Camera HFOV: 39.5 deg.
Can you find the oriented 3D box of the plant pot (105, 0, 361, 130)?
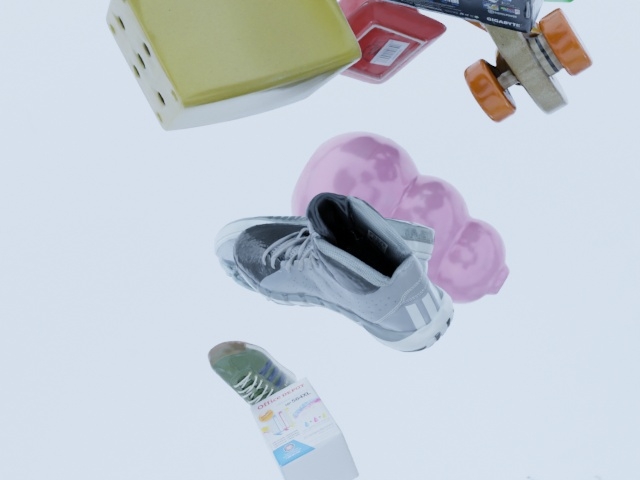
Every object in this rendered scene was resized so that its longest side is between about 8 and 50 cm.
[{"bbox_3d":[-0.112,-0.230,0.968,0.187,0.212,0.212,-30,-84,-17],"label":"plant pot"}]

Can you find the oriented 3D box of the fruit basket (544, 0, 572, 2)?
[{"bbox_3d":[0.339,-0.616,1.495,0.283,0.392,0.392,-42,-107,7],"label":"fruit basket"}]

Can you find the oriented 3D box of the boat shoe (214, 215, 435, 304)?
[{"bbox_3d":[-0.011,0.031,0.932,0.320,0.118,0.103,-1,-98,49],"label":"boat shoe"}]

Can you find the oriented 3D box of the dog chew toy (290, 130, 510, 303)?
[{"bbox_3d":[0.124,-0.020,1.320,0.332,0.206,0.207,31,-101,8],"label":"dog chew toy"}]

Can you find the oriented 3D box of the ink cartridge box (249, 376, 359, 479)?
[{"bbox_3d":[-0.027,0.262,1.192,0.092,0.090,0.143,-27,-145,-10],"label":"ink cartridge box"}]

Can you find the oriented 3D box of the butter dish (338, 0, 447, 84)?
[{"bbox_3d":[0.071,-0.317,1.289,0.160,0.160,0.118,9,-121,-38],"label":"butter dish"}]

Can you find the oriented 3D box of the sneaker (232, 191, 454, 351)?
[{"bbox_3d":[0.000,0.000,0.732,0.228,0.132,0.086,18,-119,36],"label":"sneaker"}]

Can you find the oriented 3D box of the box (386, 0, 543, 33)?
[{"bbox_3d":[0.123,-0.306,0.936,0.220,0.175,0.051,18,-104,19],"label":"box"}]

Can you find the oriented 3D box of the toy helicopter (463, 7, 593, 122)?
[{"bbox_3d":[0.229,-0.325,1.187,0.140,0.235,0.355,-32,-97,24],"label":"toy helicopter"}]

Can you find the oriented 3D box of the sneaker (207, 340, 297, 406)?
[{"bbox_3d":[-0.078,0.209,1.256,0.064,0.192,0.086,-38,-131,11],"label":"sneaker"}]
